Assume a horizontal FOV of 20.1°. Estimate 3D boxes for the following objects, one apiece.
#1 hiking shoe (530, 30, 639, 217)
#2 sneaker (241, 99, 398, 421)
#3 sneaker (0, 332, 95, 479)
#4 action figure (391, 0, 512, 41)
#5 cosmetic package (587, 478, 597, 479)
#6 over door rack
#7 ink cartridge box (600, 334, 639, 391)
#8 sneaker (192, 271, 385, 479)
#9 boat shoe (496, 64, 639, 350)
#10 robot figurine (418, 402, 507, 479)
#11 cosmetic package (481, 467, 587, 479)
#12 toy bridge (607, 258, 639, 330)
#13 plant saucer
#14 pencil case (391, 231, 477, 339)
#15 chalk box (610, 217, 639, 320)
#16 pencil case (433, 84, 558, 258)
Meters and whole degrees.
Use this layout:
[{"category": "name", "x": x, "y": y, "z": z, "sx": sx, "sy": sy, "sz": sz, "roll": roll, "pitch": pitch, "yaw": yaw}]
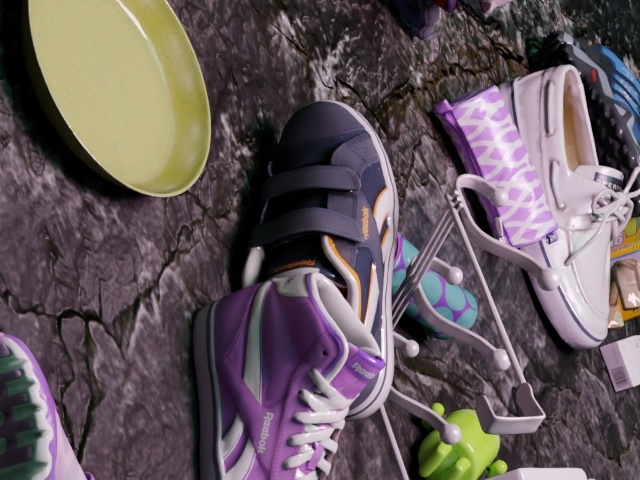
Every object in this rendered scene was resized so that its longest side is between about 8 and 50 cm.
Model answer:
[{"category": "hiking shoe", "x": 0.394, "y": -0.160, "z": 2.383, "sx": 0.132, "sy": 0.113, "sz": 0.304, "roll": 1, "pitch": 52, "yaw": -28}, {"category": "sneaker", "x": 0.000, "y": 0.000, "z": 1.686, "sx": 0.127, "sy": 0.126, "sz": 0.321, "roll": 32, "pitch": 46, "yaw": -55}, {"category": "sneaker", "x": -0.199, "y": 0.178, "z": 1.276, "sx": 0.104, "sy": 0.095, "sz": 0.236, "roll": -20, "pitch": 94, "yaw": -68}, {"category": "action figure", "x": 0.141, "y": -0.407, "z": 2.052, "sx": 0.341, "sy": 0.178, "sz": 0.330, "roll": 90, "pitch": -25, "yaw": -65}, {"category": "cosmetic package", "x": 0.318, "y": 0.337, "z": 2.088, "sx": 0.060, "sy": 0.041, "sz": 0.115, "roll": 21, "pitch": 53, "yaw": -54}, {"category": "over door rack", "x": 0.130, "y": 0.131, "z": 1.656, "sx": 0.108, "sy": 0.239, "sz": 0.324, "roll": 15, "pitch": 39, "yaw": -15}, {"category": "ink cartridge box", "x": 0.407, "y": 0.159, "z": 2.375, "sx": 0.115, "sy": 0.029, "sz": 0.063, "roll": -7, "pitch": 77, "yaw": -62}, {"category": "sneaker", "x": -0.016, "y": 0.162, "z": 1.518, "sx": 0.102, "sy": 0.161, "sz": 0.282, "roll": 17, "pitch": 58, "yaw": -57}, {"category": "boat shoe", "x": 0.332, "y": -0.053, "z": 2.255, "sx": 0.136, "sy": 0.156, "sz": 0.367, "roll": 22, "pitch": 52, "yaw": -53}, {"category": "robot figurine", "x": 0.141, "y": 0.213, "z": 1.844, "sx": 0.101, "sy": 0.067, "sz": 0.115, "roll": 40, "pitch": 28, "yaw": 10}, {"category": "cosmetic package", "x": 0.184, "y": 0.327, "z": 1.754, "sx": 0.151, "sy": 0.151, "sz": 0.183, "roll": 11, "pitch": 63, "yaw": -58}, {"category": "toy bridge", "x": 0.388, "y": 0.057, "z": 2.295, "sx": 0.188, "sy": 0.026, "sz": 0.063, "roll": 107, "pitch": -26, "yaw": -68}, {"category": "plant saucer", "x": -0.182, "y": -0.145, "z": 1.565, "sx": 0.241, "sy": 0.037, "sz": 0.241, "roll": 39, "pitch": 39, "yaw": -42}, {"category": "pencil case", "x": 0.098, "y": 0.046, "z": 1.885, "sx": 0.152, "sy": 0.064, "sz": 0.070, "roll": 39, "pitch": 2, "yaw": -40}, {"category": "chalk box", "x": 0.424, "y": -0.025, "z": 2.422, "sx": 0.132, "sy": 0.132, "sz": 0.213, "roll": 46, "pitch": 35, "yaw": -35}, {"category": "pencil case", "x": 0.206, "y": -0.081, "z": 2.144, "sx": 0.088, "sy": 0.086, "sz": 0.206, "roll": -26, "pitch": 93, "yaw": -34}]
